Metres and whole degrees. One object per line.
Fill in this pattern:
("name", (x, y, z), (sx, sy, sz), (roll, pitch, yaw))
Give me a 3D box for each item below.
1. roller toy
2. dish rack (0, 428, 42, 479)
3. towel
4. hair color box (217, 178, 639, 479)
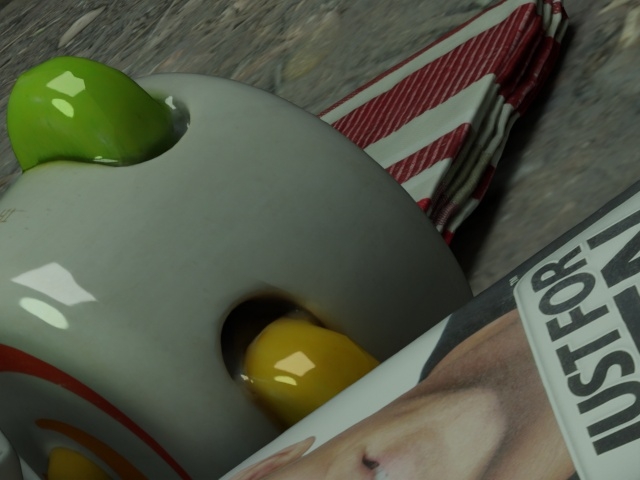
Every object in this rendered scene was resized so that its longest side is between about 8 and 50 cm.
("roller toy", (-0.047, 0.049, 0.737), (0.146, 0.209, 0.191), (-50, -18, -29))
("dish rack", (-0.241, 0.105, 0.561), (0.332, 0.072, 0.285), (-19, 7, -15))
("towel", (0.000, 0.000, 1.012), (0.237, 0.037, 0.329), (-29, 19, 36))
("hair color box", (0.055, 0.101, 0.547), (0.347, 0.105, 0.174), (-37, 18, 10))
